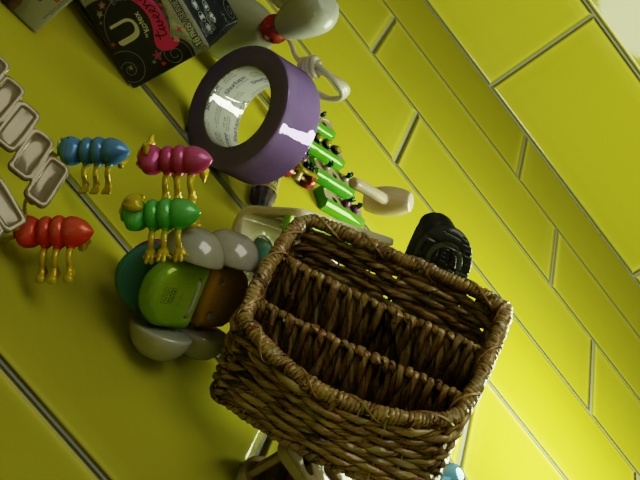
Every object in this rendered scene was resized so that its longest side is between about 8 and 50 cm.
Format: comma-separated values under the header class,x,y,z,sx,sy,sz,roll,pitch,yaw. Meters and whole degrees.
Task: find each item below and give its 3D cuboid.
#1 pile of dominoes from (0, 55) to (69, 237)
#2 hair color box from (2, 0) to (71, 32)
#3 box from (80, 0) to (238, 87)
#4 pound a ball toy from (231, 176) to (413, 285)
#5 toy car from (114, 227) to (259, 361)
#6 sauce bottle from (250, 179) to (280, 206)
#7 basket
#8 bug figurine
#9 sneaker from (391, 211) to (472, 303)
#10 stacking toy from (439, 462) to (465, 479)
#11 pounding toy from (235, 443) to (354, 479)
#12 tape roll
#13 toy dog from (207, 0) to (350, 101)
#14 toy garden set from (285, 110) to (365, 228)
class,x,y,z,sx,sy,sz,roll,pitch,yaw
pile of dominoes,-0.390,-0.111,1.359,0.196,0.040,0.251,-33,95,-37
hair color box,-0.394,-0.362,1.687,0.167,0.093,0.053,44,26,-24
box,-0.255,-0.370,1.869,0.247,0.142,0.163,59,22,-14
pound a ball toy,0.000,0.000,1.878,0.319,0.135,0.208,16,78,-58
toy car,-0.170,0.051,1.547,0.136,0.159,0.182,27,10,28
sauce bottle,-0.084,-0.072,1.968,0.042,0.042,0.128,46,24,-22
basket,0.044,0.130,1.525,0.299,0.223,0.213,26,17,8
bug figurine,-0.233,-0.057,1.483,0.279,0.216,0.072,-83,171,-58
sneaker,0.154,0.090,1.956,0.109,0.286,0.130,14,23,-10
stacking toy,0.100,0.275,1.767,0.330,0.141,0.141,58,23,14
pounding toy,0.011,0.297,1.524,0.154,0.155,0.270,36,29,-45
tape roll,-0.098,-0.182,1.901,0.080,0.189,0.189,24,38,-50
toy dog,-0.076,-0.352,2.027,0.161,0.333,0.220,-58,142,-26
toy garden set,-0.009,-0.157,2.215,0.204,0.049,0.244,29,35,-47
